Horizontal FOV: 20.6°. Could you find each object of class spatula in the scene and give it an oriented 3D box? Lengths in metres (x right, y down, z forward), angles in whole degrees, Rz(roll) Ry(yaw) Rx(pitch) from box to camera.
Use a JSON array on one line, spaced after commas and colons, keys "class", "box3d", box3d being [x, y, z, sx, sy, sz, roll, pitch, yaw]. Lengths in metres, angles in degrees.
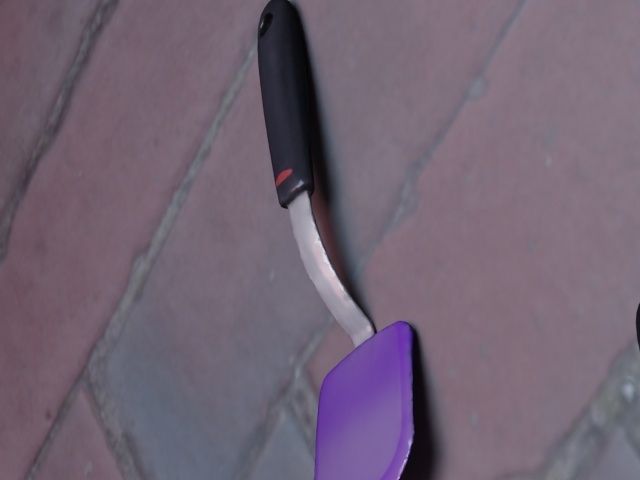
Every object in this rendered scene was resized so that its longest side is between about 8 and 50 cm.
[{"class": "spatula", "box3d": [0.000, 0.000, 0.878, 0.084, 0.030, 0.296, -41, 53, 44]}]

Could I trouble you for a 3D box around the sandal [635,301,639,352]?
[{"class": "sandal", "box3d": [0.176, 0.088, 0.555, 0.254, 0.054, 0.097, 32, 145, 60]}]
